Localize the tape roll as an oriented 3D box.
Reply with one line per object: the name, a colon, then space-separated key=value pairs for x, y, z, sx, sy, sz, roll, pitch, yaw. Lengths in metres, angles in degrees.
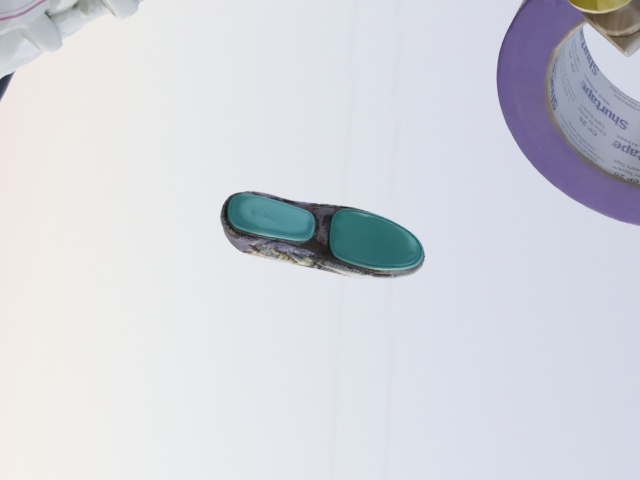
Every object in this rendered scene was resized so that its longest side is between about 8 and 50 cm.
tape roll: x=0.204 y=-0.103 z=1.136 sx=0.080 sy=0.189 sz=0.189 roll=-61 pitch=173 yaw=-46

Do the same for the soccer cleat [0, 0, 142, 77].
soccer cleat: x=-0.117 y=-0.094 z=0.578 sx=0.331 sy=0.143 sz=0.116 roll=-51 pitch=146 yaw=-22

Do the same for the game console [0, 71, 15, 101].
game console: x=-0.334 y=-0.113 z=1.108 sx=0.342 sy=0.060 sz=0.387 roll=34 pitch=-76 yaw=25

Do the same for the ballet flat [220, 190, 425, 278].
ballet flat: x=0.000 y=0.000 z=1.061 sx=0.041 sy=0.114 sz=0.041 roll=-166 pitch=-90 yaw=-86

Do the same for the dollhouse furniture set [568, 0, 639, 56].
dollhouse furniture set: x=0.286 y=-0.153 z=0.850 sx=0.286 sy=0.303 sz=0.198 roll=50 pitch=0 yaw=35
